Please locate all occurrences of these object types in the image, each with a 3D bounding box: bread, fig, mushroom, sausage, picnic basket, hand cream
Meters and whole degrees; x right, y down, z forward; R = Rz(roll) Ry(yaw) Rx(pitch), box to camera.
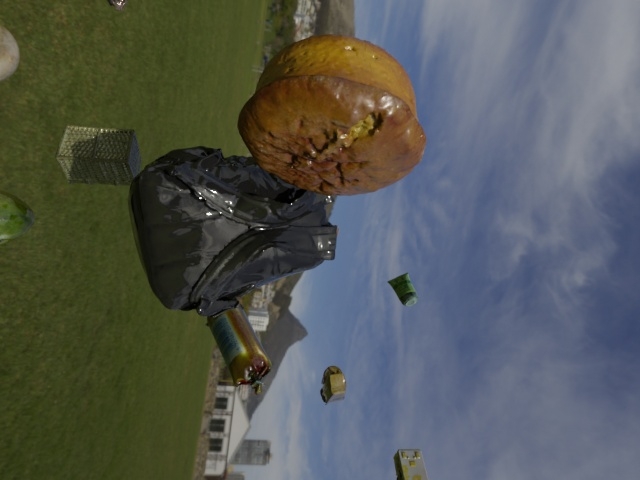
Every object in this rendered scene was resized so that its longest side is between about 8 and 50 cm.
[{"bbox_3d":[0.024,-0.194,0.681,0.312,0.313,0.172,125,-25,-68],"label":"bread"},{"bbox_3d":[-0.878,-0.065,1.032,0.167,0.234,0.166,-9,-104,39],"label":"fig"},{"bbox_3d":[-0.852,-0.470,0.947,0.209,0.207,0.206,68,20,-58],"label":"mushroom"},{"bbox_3d":[-0.232,0.322,1.198,0.317,0.125,0.117,48,-46,42],"label":"sausage"},{"bbox_3d":[-0.669,-0.248,1.238,0.154,0.197,0.134,113,-26,-60],"label":"picnic basket"},{"bbox_3d":[0.336,0.196,1.621,0.045,0.095,0.175,60,7,-33],"label":"hand cream"}]

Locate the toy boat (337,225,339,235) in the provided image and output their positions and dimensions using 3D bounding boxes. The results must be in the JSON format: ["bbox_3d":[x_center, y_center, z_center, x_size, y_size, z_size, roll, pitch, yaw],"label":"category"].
[{"bbox_3d":[0.000,0.000,1.194,0.034,0.122,0.096,49,-41,19],"label":"toy boat"}]

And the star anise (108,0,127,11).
[{"bbox_3d":[-0.402,-0.505,0.771,0.129,0.056,0.124,14,-56,56],"label":"star anise"}]

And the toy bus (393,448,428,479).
[{"bbox_3d":[0.253,0.672,1.057,0.226,0.081,0.074,-93,-170,-53],"label":"toy bus"}]

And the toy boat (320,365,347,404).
[{"bbox_3d":[0.035,0.403,1.134,0.225,0.068,0.087,94,-13,-59],"label":"toy boat"}]

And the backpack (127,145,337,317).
[{"bbox_3d":[-0.177,-0.038,0.907,0.255,0.447,0.362,9,-69,65],"label":"backpack"}]
